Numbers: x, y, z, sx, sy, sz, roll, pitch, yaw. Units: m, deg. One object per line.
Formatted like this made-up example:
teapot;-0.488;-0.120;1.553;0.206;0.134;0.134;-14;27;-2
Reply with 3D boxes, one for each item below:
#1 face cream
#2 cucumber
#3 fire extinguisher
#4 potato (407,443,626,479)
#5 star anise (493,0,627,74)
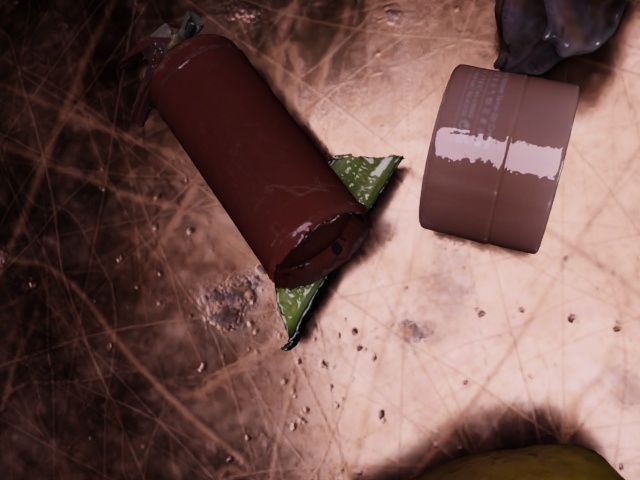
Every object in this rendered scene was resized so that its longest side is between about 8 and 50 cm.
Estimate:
face cream;0.154;-0.071;0.636;0.104;0.149;0.149;14;90;14
cucumber;0.000;0.000;0.723;0.070;0.046;0.220;31;92;15
fire extinguisher;-0.098;-0.097;0.712;0.147;0.106;0.337;-48;63;24
potato;0.139;0.271;0.591;0.266;0.229;0.229;-31;81;13
star anise;0.247;-0.293;0.597;0.139;0.316;0.359;8;131;-14
